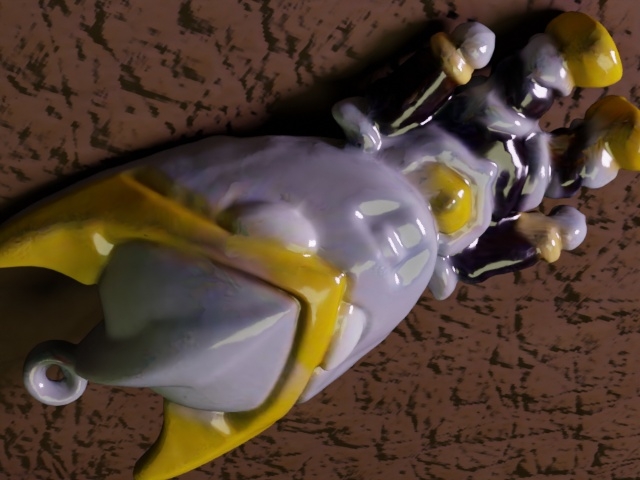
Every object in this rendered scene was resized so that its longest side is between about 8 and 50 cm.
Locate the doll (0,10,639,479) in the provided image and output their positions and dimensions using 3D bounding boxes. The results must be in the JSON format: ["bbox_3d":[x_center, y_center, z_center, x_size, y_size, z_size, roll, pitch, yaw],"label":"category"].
[{"bbox_3d":[0.002,0.004,0.801,0.316,0.103,0.145,-28,139,6],"label":"doll"}]
